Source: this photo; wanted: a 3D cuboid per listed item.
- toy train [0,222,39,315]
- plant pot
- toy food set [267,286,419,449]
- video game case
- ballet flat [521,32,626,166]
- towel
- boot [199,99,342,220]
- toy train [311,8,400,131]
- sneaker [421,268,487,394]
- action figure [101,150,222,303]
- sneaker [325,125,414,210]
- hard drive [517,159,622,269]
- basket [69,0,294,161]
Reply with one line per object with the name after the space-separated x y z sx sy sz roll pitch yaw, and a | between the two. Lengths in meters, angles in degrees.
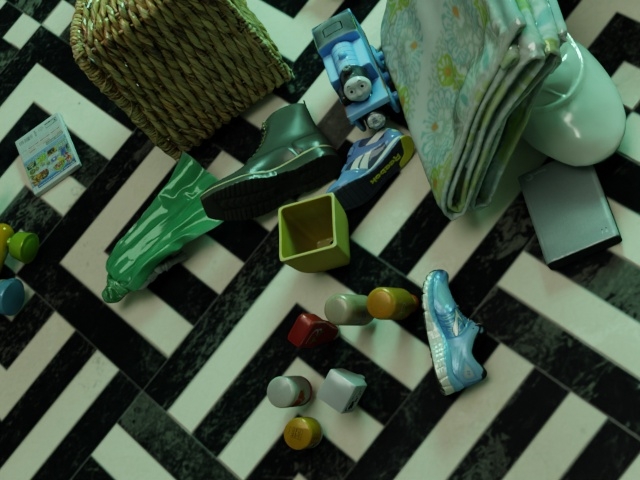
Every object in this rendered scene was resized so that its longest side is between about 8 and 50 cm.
-0.483 -0.007 2.069 0.143 0.105 0.248 11 70 22 | toy train
0.000 0.000 1.803 0.081 0.083 0.081 -15 57 21 | plant pot
0.024 0.147 1.725 0.111 0.104 0.232 31 100 24 | toy food set
-0.426 -0.135 2.156 0.087 0.011 0.122 -34 53 8 | video game case
0.254 -0.257 1.757 0.139 0.139 0.400 -31 50 11 | ballet flat
0.168 -0.258 1.703 0.090 0.320 0.374 -1 52 -18 | towel
-0.083 -0.112 1.911 0.198 0.077 0.137 -18 49 -8 | boot
0.047 -0.227 1.873 0.080 0.105 0.184 -29 41 13 | toy train
0.165 0.109 1.680 0.073 0.063 0.162 -11 63 3 | sneaker
-0.225 -0.002 1.941 0.232 0.063 0.137 -47 54 -6 | action figure
0.058 -0.097 1.846 0.144 0.053 0.059 -41 50 -6 | sneaker
0.305 -0.040 1.695 0.094 0.022 0.135 -24 55 16 | hard drive
-0.220 -0.301 1.950 0.223 0.299 0.213 -36 53 7 | basket
